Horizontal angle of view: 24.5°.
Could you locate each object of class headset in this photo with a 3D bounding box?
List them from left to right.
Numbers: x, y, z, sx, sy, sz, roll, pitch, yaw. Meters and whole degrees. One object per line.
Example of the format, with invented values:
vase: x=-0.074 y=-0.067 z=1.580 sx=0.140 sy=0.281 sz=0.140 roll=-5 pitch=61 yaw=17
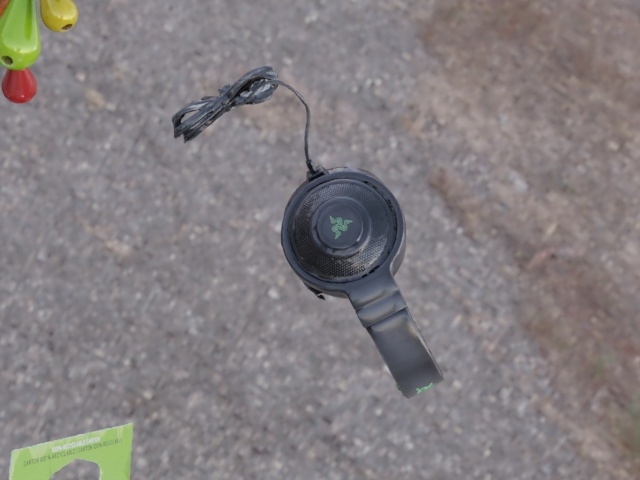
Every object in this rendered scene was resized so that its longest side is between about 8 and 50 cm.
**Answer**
headset: x=0.000 y=0.000 z=1.598 sx=0.394 sy=0.185 sz=0.243 roll=64 pitch=2 yaw=-5

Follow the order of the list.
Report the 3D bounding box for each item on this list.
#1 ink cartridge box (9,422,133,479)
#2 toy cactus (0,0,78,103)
ink cartridge box: x=-0.158 y=0.282 z=1.133 sx=0.097 sy=0.255 sz=0.189 roll=3 pitch=1 yaw=23
toy cactus: x=-0.142 y=-0.201 z=0.855 sx=0.112 sy=0.180 sz=0.219 roll=25 pitch=68 yaw=16
